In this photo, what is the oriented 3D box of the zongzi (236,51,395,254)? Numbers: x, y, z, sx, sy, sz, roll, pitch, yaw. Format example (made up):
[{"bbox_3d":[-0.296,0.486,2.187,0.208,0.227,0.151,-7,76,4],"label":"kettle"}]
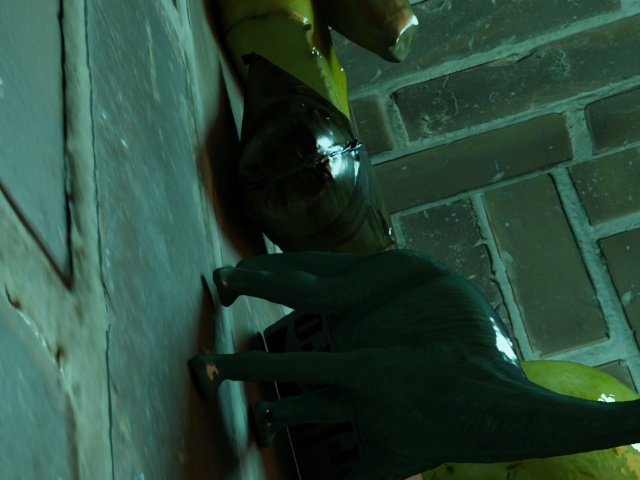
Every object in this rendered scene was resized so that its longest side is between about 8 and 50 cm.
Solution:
[{"bbox_3d":[-0.033,-0.100,1.146,0.221,0.112,0.242,55,12,-71],"label":"zongzi"}]

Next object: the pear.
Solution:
[{"bbox_3d":[0.244,0.300,1.513,0.348,0.348,0.348,-17,90,-85],"label":"pear"}]

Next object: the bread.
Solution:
[{"bbox_3d":[-0.036,-0.183,1.402,0.245,0.102,0.094,62,18,-55],"label":"bread"}]

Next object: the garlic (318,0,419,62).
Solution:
[{"bbox_3d":[-0.013,-0.301,1.419,0.318,0.112,0.143,51,-8,24],"label":"garlic"}]

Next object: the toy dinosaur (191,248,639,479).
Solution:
[{"bbox_3d":[0.102,0.054,0.820,0.383,0.331,0.129,-95,168,-64],"label":"toy dinosaur"}]

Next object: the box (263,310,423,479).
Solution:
[{"bbox_3d":[0.018,0.131,0.984,0.115,0.036,0.177,-33,-112,53],"label":"box"}]
